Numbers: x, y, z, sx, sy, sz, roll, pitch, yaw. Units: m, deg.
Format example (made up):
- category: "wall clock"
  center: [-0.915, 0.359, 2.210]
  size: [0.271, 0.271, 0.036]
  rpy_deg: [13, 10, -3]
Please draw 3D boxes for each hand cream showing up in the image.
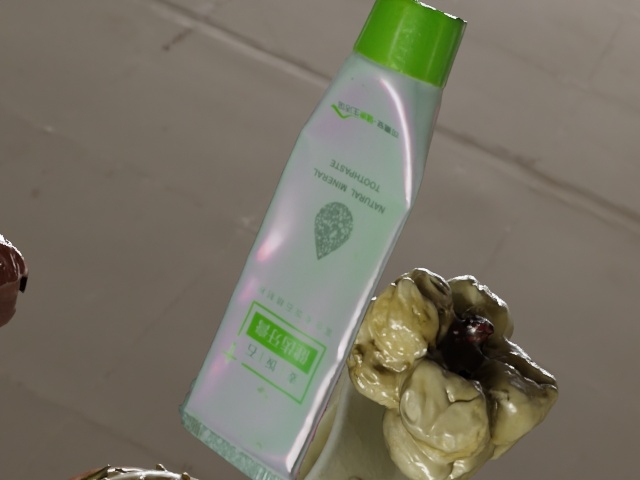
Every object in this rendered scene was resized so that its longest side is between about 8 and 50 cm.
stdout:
- category: "hand cream"
  center: [0.001, 0.000, 0.731]
  size: [0.050, 0.275, 0.079]
  rpy_deg: [16, -166, -31]

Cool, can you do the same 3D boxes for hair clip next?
- category: "hair clip"
  center: [0.014, 0.239, 1.194]
  size: [0.172, 0.282, 0.113]
  rpy_deg: [54, 166, -27]

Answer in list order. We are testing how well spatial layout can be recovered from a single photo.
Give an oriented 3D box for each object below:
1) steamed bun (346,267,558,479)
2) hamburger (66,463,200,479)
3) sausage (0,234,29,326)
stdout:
- category: "steamed bun"
  center: [0.126, 0.111, 1.182]
  size: [0.192, 0.106, 0.177]
  rpy_deg: [-2, -116, -42]
- category: "hamburger"
  center: [-0.198, 0.405, 1.456]
  size: [0.330, 0.250, 0.329]
  rpy_deg: [4, -102, -20]
- category: "sausage"
  center: [-0.475, 0.061, 1.647]
  size: [0.152, 0.152, 0.280]
  rpy_deg: [39, -156, 20]
